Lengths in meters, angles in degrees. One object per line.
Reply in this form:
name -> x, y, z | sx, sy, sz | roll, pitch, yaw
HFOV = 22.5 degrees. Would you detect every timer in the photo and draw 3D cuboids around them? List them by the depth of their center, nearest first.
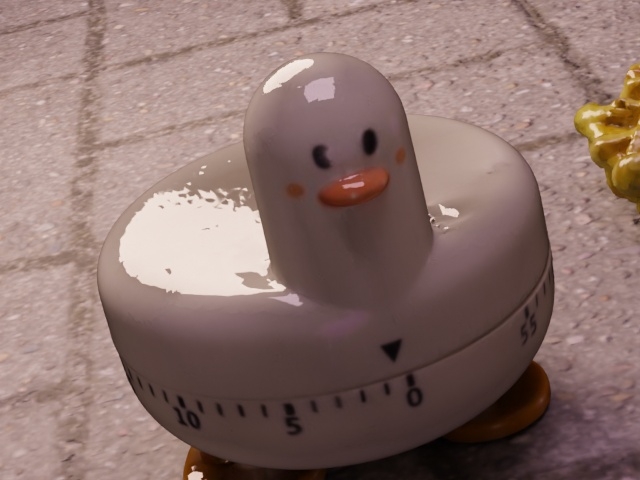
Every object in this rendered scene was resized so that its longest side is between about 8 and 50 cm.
timer -> 0.000, 0.000, 0.811 | 0.233, 0.240, 0.233 | -11, 26, 5

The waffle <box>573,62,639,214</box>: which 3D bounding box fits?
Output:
waffle -> 0.318, -0.065, 1.005 | 0.283, 0.065, 0.309 | -23, 30, -21
